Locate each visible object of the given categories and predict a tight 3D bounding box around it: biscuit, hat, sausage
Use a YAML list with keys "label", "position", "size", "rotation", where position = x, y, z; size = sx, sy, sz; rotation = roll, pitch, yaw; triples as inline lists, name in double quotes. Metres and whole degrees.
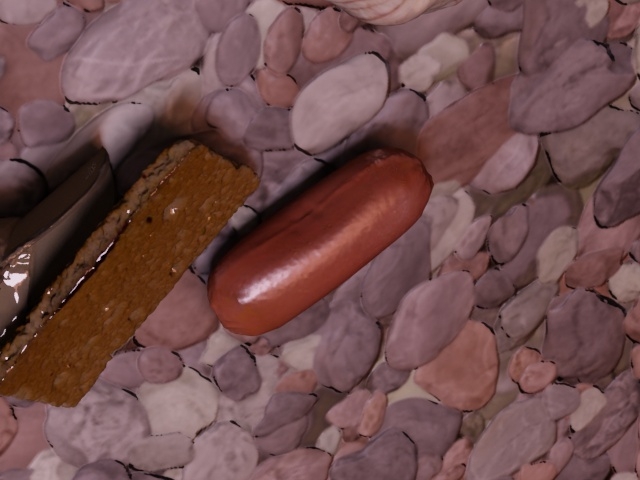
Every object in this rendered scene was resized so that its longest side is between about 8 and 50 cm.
- label: "biscuit"
  position: [-0.141, 0.024, 1.314]
  size: [0.231, 0.025, 0.131]
  rotation: [-50, 158, 5]
- label: "hat"
  position: [-0.215, -0.005, 1.270]
  size: [0.175, 0.085, 0.147]
  rotation: [-49, 169, -19]
- label: "sausage"
  position: [0.000, 0.000, 1.379]
  size: [0.194, 0.077, 0.077]
  rotation: [-38, 130, -3]

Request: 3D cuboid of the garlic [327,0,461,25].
- label: "garlic"
  position: [0.078, -0.215, 1.191]
  size: [0.199, 0.226, 0.199]
  rotation: [-10, 122, -17]
